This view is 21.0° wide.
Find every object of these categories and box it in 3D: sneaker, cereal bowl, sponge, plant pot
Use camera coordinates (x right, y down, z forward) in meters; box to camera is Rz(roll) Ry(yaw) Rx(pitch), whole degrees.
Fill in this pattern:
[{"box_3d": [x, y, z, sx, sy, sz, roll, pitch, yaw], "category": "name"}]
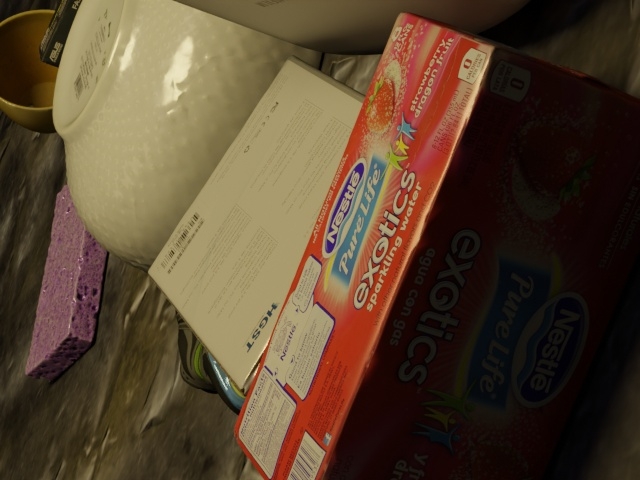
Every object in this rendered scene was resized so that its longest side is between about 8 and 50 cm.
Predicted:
[{"box_3d": [-0.062, 0.081, 1.241, 0.188, 0.067, 0.078, -132, 41, -62], "category": "sneaker"}, {"box_3d": [-0.128, -0.143, 1.440, 0.339, 0.141, 0.339, -45, 35, 45], "category": "cereal bowl"}, {"box_3d": [-0.245, 0.025, 1.718, 0.117, 0.031, 0.210, -39, 39, 53], "category": "sponge"}, {"box_3d": [-0.302, -0.172, 1.895, 0.095, 0.134, 0.134, 95, 179, -60], "category": "plant pot"}]

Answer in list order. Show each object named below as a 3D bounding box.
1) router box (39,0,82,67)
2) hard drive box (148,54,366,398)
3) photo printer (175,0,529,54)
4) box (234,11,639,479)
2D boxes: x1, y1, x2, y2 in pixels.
[{"box_3d": [-0.225, -0.227, 1.778, 0.122, 0.092, 0.038, -61, 25, 24], "category": "router box"}, {"box_3d": [0.000, 0.000, 1.063, 0.181, 0.089, 0.232, -57, 24, 4], "category": "hard drive box"}, {"box_3d": [-0.028, -0.198, 1.033, 0.256, 0.307, 0.107, -1, 73, 63], "category": "photo printer"}, {"box_3d": [0.067, 0.025, 0.893, 0.257, 0.122, 0.128, -69, 23, 8], "category": "box"}]
